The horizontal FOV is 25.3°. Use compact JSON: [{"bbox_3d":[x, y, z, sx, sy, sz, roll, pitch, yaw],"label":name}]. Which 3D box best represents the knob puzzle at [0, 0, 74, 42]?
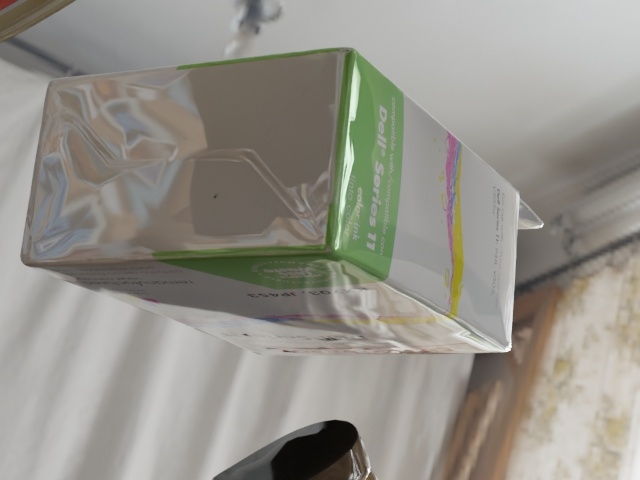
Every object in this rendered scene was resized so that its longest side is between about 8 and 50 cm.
[{"bbox_3d":[-0.143,-0.178,0.657,0.213,0.213,0.030,5,-24,21],"label":"knob puzzle"}]

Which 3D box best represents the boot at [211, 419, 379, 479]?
[{"bbox_3d":[-0.091,0.229,0.854,0.115,0.305,0.112,66,-6,-16],"label":"boot"}]

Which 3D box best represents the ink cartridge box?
[{"bbox_3d":[0.000,0.000,0.921,0.207,0.119,0.353,-3,-15,27],"label":"ink cartridge box"}]
